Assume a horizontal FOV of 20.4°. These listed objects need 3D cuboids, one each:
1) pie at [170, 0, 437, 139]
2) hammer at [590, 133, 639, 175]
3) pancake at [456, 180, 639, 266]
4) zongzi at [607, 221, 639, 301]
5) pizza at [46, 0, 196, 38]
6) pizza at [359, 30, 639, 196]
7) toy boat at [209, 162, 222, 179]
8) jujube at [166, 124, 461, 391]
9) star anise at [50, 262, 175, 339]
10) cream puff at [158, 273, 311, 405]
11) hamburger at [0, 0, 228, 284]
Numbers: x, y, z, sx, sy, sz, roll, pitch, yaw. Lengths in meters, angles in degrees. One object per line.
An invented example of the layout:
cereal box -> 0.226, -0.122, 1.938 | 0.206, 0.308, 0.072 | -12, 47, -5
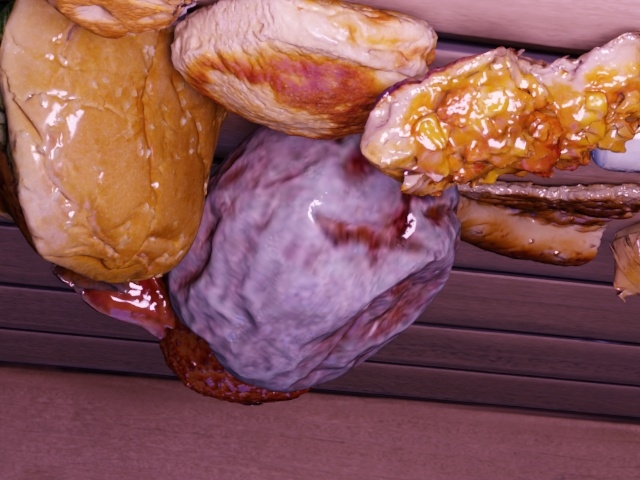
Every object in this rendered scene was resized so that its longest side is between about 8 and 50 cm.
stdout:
pie -> -0.011, -0.135, 1.356 | 0.179, 0.084, 0.205 | 13, 161, -41
hammer -> 0.293, -0.086, 1.571 | 0.116, 0.069, 0.194 | 2, 176, 6
pancake -> 0.240, -0.026, 1.859 | 0.244, 0.057, 0.266 | -7, 163, 40
zongzi -> 0.443, 0.021, 1.946 | 0.194, 0.099, 0.197 | 14, 158, -39
pizza -> -0.130, -0.195, 1.181 | 0.127, 0.058, 0.246 | 6, 166, -6
pizza -> 0.162, -0.087, 1.361 | 0.305, 0.086, 0.161 | -9, 161, -32
toy boat -> -0.071, -0.023, 1.875 | 0.199, 0.100, 0.290 | 11, 167, -33
jujube -> -0.006, -0.007, 1.590 | 0.246, 0.215, 0.308 | -10, 152, -46
star anise -> -0.233, -0.021, 1.649 | 0.088, 0.288, 0.288 | -41, 162, 1
cream puff -> -0.078, 0.074, 2.076 | 0.240, 0.240, 0.164 | 6, 144, -11
hamburger -> -0.178, -0.074, 1.419 | 0.132, 0.211, 0.309 | 3, 170, 28
